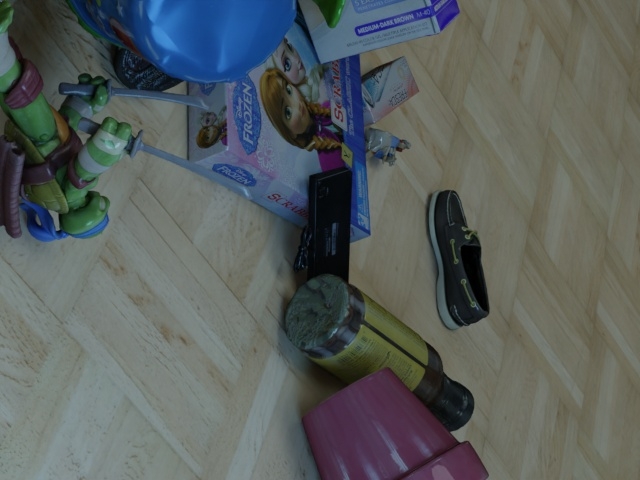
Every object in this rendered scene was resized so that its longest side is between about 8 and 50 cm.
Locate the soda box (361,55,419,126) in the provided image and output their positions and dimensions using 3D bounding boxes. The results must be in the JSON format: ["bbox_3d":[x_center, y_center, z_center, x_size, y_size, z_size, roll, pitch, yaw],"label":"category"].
[{"bbox_3d":[0.081,-0.216,2.263,0.063,0.058,0.183,65,30,-9],"label":"soda box"}]

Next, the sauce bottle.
[{"bbox_3d":[0.088,0.162,2.014,0.344,0.111,0.111,40,42,-43],"label":"sauce bottle"}]

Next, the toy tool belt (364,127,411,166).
[{"bbox_3d":[0.092,-0.132,2.254,0.083,0.052,0.051,19,89,-49],"label":"toy tool belt"}]

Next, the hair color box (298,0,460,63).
[{"bbox_3d":[0.039,-0.421,2.019,0.110,0.185,0.339,-46,120,-58],"label":"hair color box"}]

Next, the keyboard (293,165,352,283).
[{"bbox_3d":[0.000,0.000,1.973,0.108,0.023,0.180,-21,118,-49],"label":"keyboard"}]

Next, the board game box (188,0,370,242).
[{"bbox_3d":[-0.053,-0.190,2.027,0.318,0.066,0.319,28,51,-49],"label":"board game box"}]

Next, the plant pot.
[{"bbox_3d":[0.075,0.264,1.877,0.180,0.201,0.201,58,29,10],"label":"plant pot"}]

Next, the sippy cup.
[{"bbox_3d":[-0.134,-0.268,1.529,0.224,0.305,0.240,50,-15,54],"label":"sippy cup"}]

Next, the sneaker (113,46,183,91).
[{"bbox_3d":[-0.176,-0.299,1.864,0.106,0.162,0.281,42,76,-30],"label":"sneaker"}]

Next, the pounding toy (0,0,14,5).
[{"bbox_3d":[-0.394,-0.315,1.529,0.206,0.094,0.181,43,56,-34],"label":"pounding toy"}]

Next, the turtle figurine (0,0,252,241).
[{"bbox_3d":[-0.235,-0.143,1.510,0.266,0.274,0.198,55,27,-34],"label":"turtle figurine"}]

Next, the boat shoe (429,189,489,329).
[{"bbox_3d":[0.216,0.022,2.334,0.081,0.068,0.228,26,52,-50],"label":"boat shoe"}]
